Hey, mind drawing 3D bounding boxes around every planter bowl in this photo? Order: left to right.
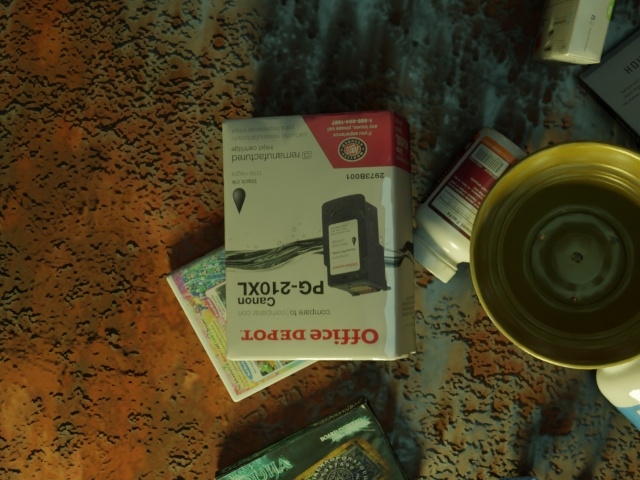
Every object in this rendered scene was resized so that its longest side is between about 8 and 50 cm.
[{"bbox_3d":[0.255,0.015,1.033,0.217,0.090,0.217,-1,86,8],"label":"planter bowl"}]

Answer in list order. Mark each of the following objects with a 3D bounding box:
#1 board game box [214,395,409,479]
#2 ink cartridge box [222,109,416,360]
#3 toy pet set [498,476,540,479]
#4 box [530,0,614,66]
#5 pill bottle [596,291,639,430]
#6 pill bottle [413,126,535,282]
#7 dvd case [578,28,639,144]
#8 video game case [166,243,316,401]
[{"bbox_3d":[-0.005,0.266,1.148,0.186,0.026,0.126,-27,98,1],"label":"board game box"},{"bbox_3d":[0.000,0.000,1.034,0.172,0.100,0.237,-2,88,14],"label":"ink cartridge box"},{"bbox_3d":[0.236,0.307,1.162,0.122,0.065,0.114,-47,133,7],"label":"toy pet set"},{"bbox_3d":[0.258,-0.265,1.024,0.038,0.145,0.186,13,97,-3],"label":"box"},{"bbox_3d":[0.370,0.149,1.101,0.221,0.124,0.124,45,94,-7],"label":"pill bottle"},{"bbox_3d":[0.153,-0.035,1.083,0.086,0.086,0.152,39,95,-7],"label":"pill bottle"},{"bbox_3d":[0.400,-0.139,1.038,0.179,0.029,0.238,-37,58,3],"label":"dvd case"},{"bbox_3d":[-0.065,0.072,1.121,0.143,0.019,0.157,-27,99,2],"label":"video game case"}]
